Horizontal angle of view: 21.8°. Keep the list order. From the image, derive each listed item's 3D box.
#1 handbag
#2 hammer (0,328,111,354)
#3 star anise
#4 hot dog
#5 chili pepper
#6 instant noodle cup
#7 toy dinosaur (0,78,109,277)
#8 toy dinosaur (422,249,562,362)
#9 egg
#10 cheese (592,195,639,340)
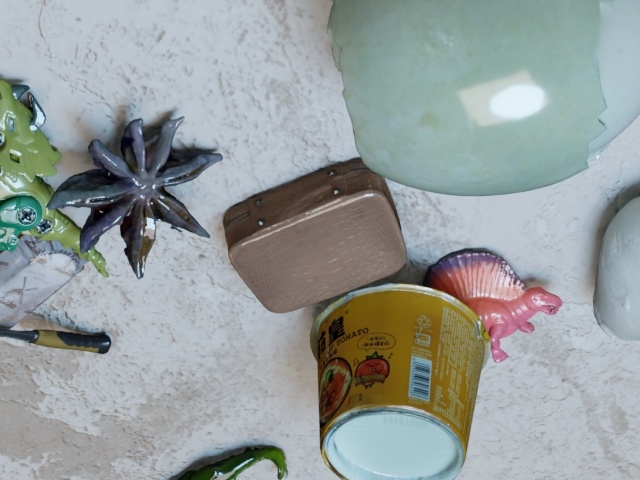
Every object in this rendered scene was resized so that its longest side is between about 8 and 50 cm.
[{"bbox_3d":[0.000,0.000,1.894,0.193,0.072,0.151,-24,130,9],"label":"handbag"},{"bbox_3d":[-0.328,0.114,1.928,0.201,0.021,0.078,12,134,-45],"label":"hammer"},{"bbox_3d":[-0.195,-0.050,1.787,0.204,0.061,0.181,-37,120,-23],"label":"star anise"},{"bbox_3d":[-0.350,0.049,1.887,0.191,0.059,0.108,-39,139,18],"label":"hot dog"},{"bbox_3d":[-0.204,0.366,2.183,0.359,0.076,0.085,-31,103,17],"label":"chili pepper"},{"bbox_3d":[0.088,0.180,1.918,0.215,0.172,0.216,3,136,3],"label":"instant noodle cup"},{"bbox_3d":[-0.322,-0.039,1.777,0.153,0.094,0.259,-32,119,-4],"label":"toy dinosaur"},{"bbox_3d":[0.146,0.082,2.004,0.286,0.070,0.139,-11,120,9],"label":"toy dinosaur"},{"bbox_3d":[0.185,-0.186,1.620,0.336,0.278,0.278,-10,132,8],"label":"egg"},{"bbox_3d":[0.411,0.027,1.931,0.198,0.154,0.189,-13,126,3],"label":"cheese"}]
